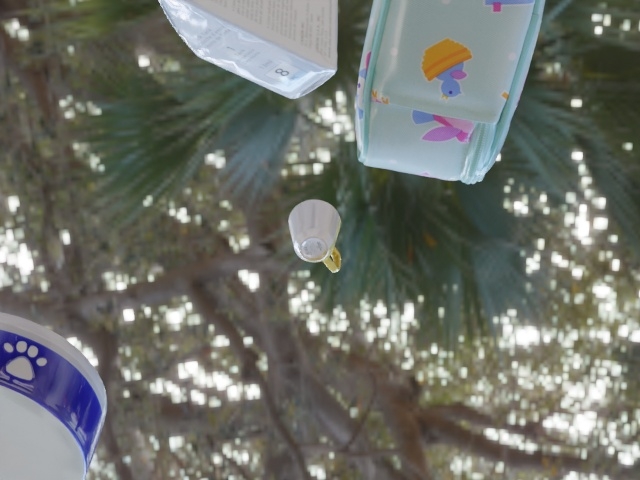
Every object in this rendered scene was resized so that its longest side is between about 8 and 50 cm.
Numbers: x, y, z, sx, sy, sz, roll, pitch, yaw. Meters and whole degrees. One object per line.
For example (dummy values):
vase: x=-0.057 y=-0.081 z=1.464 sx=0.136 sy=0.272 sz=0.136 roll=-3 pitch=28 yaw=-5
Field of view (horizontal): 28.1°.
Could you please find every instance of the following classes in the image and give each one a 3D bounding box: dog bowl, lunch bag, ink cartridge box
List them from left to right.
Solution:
dog bowl: x=-0.394 y=0.210 z=1.524 sx=0.264 sy=0.265 sz=0.104 roll=1 pitch=-138 yaw=7
ink cartridge box: x=-0.148 y=-0.366 z=1.429 sx=0.385 sy=0.091 sz=0.308 roll=20 pitch=-122 yaw=-33
lunch bag: x=0.097 y=-0.194 z=0.870 sx=0.107 sy=0.279 sz=0.224 roll=13 pitch=-159 yaw=1

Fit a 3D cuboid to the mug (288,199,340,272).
mug: x=0.000 y=-0.004 z=1.513 sx=0.078 sy=0.062 sz=0.064 roll=22 pitch=-152 yaw=-13
